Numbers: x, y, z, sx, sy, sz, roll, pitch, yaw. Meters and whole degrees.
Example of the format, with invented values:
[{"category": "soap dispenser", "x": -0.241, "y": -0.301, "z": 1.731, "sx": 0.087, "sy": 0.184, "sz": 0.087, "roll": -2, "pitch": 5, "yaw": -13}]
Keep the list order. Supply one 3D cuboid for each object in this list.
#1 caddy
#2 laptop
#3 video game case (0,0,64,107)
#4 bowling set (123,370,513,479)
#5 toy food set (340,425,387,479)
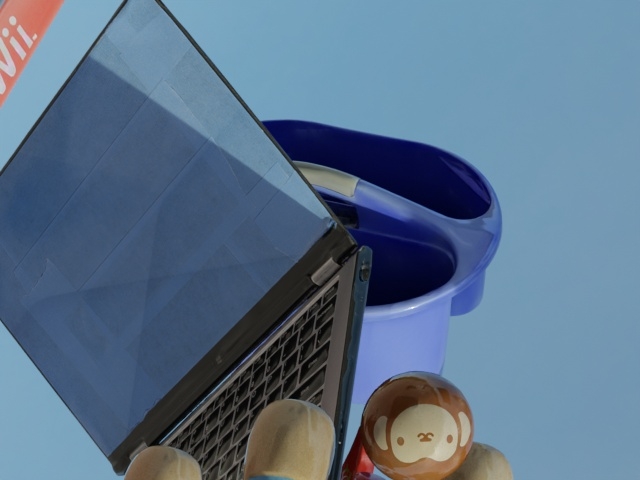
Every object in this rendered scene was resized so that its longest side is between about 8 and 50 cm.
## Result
[{"category": "caddy", "x": 0.000, "y": 0.000, "z": 1.510, "sx": 0.341, "sy": 0.179, "sz": 0.241, "roll": 12, "pitch": -134, "yaw": 21}, {"category": "laptop", "x": -0.163, "y": 0.099, "z": 1.256, "sx": 0.382, "sy": 0.236, "sz": 0.408, "roll": -46, "pitch": -156, "yaw": 40}, {"category": "video game case", "x": -0.141, "y": -0.146, "z": 0.617, "sx": 0.204, "sy": 0.025, "sz": 0.285, "roll": 0, "pitch": -128, "yaw": 34}, {"category": "bowling set", "x": 0.010, "y": 0.165, "z": 0.806, "sx": 0.200, "sy": 0.287, "sz": 0.154, "roll": 93, "pitch": 8, "yaw": -57}, {"category": "toy food set", "x": 0.010, "y": 0.229, "z": 1.746, "sx": 0.232, "sy": 0.111, "sz": 0.104, "roll": -146, "pitch": -107, "yaw": -69}]
